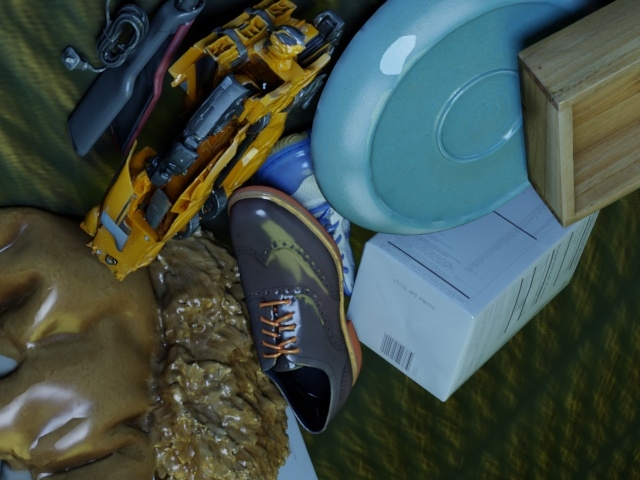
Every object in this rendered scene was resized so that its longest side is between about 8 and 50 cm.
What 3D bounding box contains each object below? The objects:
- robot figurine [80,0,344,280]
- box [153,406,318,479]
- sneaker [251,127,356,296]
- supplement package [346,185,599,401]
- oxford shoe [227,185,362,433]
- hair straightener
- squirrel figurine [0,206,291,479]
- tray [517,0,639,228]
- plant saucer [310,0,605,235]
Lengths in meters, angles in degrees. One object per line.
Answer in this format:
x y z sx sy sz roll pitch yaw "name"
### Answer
-0.093 -0.090 1.241 0.211 0.085 0.291 -41 173 -44 "robot figurine"
-0.197 0.316 1.873 0.345 0.215 0.168 -7 152 -29 "box"
0.000 0.000 1.497 0.111 0.131 0.296 -16 154 -8 "sneaker"
0.160 0.024 1.532 0.244 0.139 0.134 -37 153 -37 "supplement package"
-0.025 0.068 1.423 0.096 0.098 0.271 -8 127 22 "oxford shoe"
-0.157 -0.138 1.178 0.089 0.047 0.230 -4 155 -33 "hair straightener"
-0.195 0.179 1.407 0.396 0.371 0.281 -10 152 -25 "squirrel figurine"
0.374 -0.183 1.341 0.410 0.076 0.203 -28 149 -6 "tray"
0.139 -0.122 1.346 0.317 0.044 0.318 -21 139 -19 "plant saucer"
